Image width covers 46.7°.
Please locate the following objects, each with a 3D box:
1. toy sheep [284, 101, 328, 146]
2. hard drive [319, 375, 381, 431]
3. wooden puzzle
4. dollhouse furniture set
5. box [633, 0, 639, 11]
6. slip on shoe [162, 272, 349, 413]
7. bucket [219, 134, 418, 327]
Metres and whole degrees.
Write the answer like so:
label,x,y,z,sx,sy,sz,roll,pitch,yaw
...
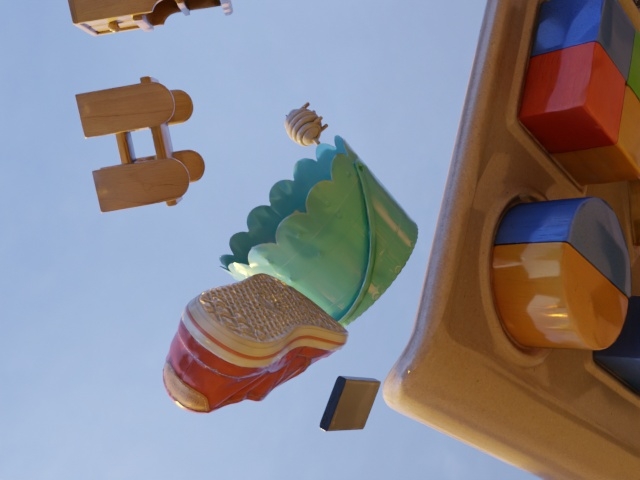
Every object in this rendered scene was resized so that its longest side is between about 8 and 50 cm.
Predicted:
label,x,y,z,sx,sy,sz,roll,pitch,yaw
toy sheep,-0.035,-0.264,1.720,0.091,0.132,0.091,-21,-43,-20
hard drive,0.052,0.283,1.286,0.135,0.022,0.094,21,-90,-58
wooden puzzle,0.204,-0.006,0.521,0.322,0.081,0.347,33,-112,-40
dollhouse furniture set,-0.161,-0.163,0.810,0.212,0.161,0.241,-117,17,-80
box,0.303,-0.244,0.714,0.018,0.067,0.083,94,162,-73
slip on shoe,-0.061,0.105,0.775,0.101,0.123,0.331,-56,-15,10
bucket,0.000,0.000,1.122,0.183,0.281,0.281,42,-127,-14
